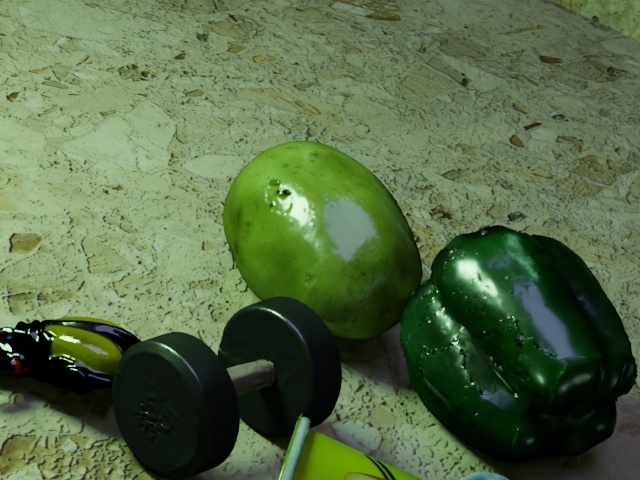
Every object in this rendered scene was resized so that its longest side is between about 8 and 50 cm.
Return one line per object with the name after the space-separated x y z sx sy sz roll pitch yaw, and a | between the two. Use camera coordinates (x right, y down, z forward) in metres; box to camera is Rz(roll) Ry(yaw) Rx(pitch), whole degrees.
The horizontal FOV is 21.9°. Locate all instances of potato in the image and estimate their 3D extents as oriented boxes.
0.002 0.001 2.072 0.216 0.216 0.304 -10 46 -39 | potato

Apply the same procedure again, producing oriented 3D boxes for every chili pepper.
0.238 0.127 1.931 0.249 0.233 0.256 -7 40 -29 | chili pepper

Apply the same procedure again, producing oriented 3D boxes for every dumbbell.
-0.098 0.157 1.781 0.152 0.152 0.218 34 33 32 | dumbbell

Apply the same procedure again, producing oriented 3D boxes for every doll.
-0.297 0.123 1.816 0.249 0.088 0.127 9 46 3 | doll

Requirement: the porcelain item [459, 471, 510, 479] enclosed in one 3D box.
0.158 0.320 1.630 0.141 0.141 0.259 17 19 4 | porcelain item

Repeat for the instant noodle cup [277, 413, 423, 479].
0.041 0.323 1.383 0.222 0.311 0.311 17 27 3 | instant noodle cup
